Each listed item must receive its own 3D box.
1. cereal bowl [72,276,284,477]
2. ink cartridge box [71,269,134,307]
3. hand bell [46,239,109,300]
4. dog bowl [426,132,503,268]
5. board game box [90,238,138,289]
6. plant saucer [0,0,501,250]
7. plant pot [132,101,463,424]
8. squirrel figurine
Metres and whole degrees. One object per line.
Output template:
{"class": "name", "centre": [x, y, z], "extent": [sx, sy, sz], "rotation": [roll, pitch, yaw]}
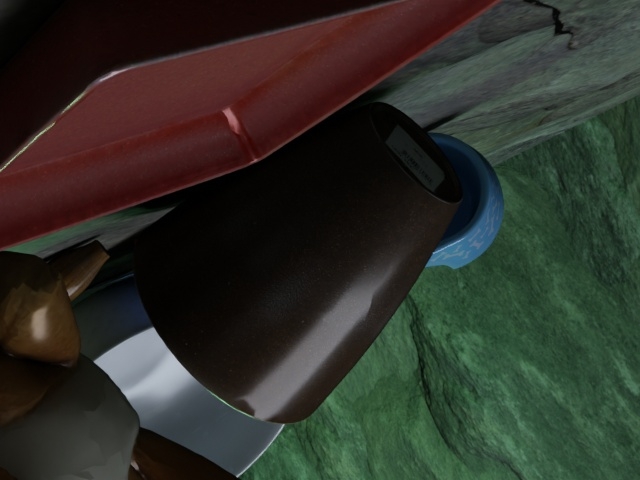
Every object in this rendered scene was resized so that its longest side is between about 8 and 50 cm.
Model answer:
{"class": "cereal bowl", "centre": [-0.193, 0.157, 1.400], "extent": [0.339, 0.141, 0.339], "rotation": [-23, 141, -20]}
{"class": "ink cartridge box", "centre": [-0.270, 0.127, 1.630], "extent": [0.207, 0.117, 0.283], "rotation": [-23, 176, -20]}
{"class": "hand bell", "centre": [-0.283, 0.081, 1.115], "extent": [0.242, 0.126, 0.126], "rotation": [-37, 177, -1]}
{"class": "dog bowl", "centre": [0.070, -0.022, 1.500], "extent": [0.297, 0.166, 0.074], "rotation": [-25, 166, 2]}
{"class": "board game box", "centre": [-0.153, 0.004, 1.282], "extent": [0.168, 0.033, 0.133], "rotation": [-18, -177, 41]}
{"class": "plant saucer", "centre": [-0.062, -0.069, 0.593], "extent": [0.259, 0.048, 0.258], "rotation": [-22, 176, -41]}
{"class": "plant pot", "centre": [0.000, 0.000, 1.070], "extent": [0.230, 0.215, 0.215], "rotation": [-41, 170, 25]}
{"class": "squirrel figurine", "centre": [-0.308, 0.223, 0.853], "extent": [0.397, 0.281, 0.370], "rotation": [5, -129, 36]}
